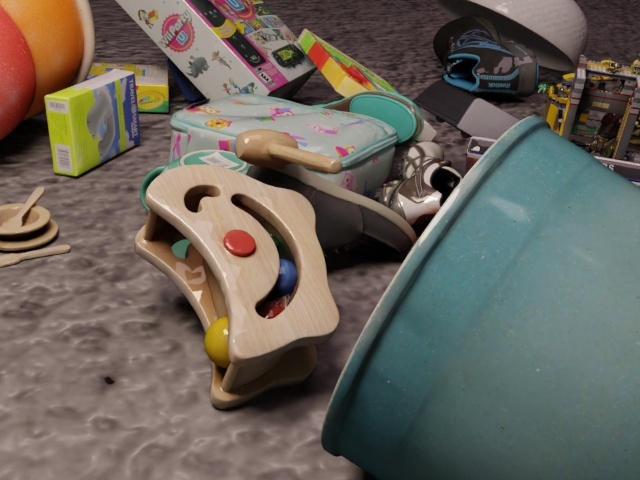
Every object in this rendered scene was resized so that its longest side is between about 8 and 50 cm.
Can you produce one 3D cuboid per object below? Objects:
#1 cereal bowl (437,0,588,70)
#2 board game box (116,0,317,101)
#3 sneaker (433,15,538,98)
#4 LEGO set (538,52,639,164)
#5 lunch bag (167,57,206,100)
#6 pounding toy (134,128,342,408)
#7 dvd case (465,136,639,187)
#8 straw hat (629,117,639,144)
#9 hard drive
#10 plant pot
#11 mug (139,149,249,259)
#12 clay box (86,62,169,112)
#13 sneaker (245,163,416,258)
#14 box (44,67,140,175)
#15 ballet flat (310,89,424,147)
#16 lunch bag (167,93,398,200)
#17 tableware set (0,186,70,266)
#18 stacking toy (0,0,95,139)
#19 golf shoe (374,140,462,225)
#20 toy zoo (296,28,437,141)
[{"bbox_3d":[0.433,-0.506,1.724,0.339,0.141,0.339,28,6,-3],"label":"cereal bowl"},{"bbox_3d":[-0.169,-0.353,1.335,0.303,0.097,0.224,46,32,-1],"label":"board game box"},{"bbox_3d":[0.301,-0.380,1.622,0.140,0.125,0.341,-9,27,-17],"label":"sneaker"},{"bbox_3d":[0.492,-0.206,1.202,0.331,0.192,0.255,17,38,16],"label":"LEGO set"},{"bbox_3d":[-0.215,-0.289,1.377,0.067,0.098,0.065,-26,4,35],"label":"lunch bag"},{"bbox_3d":[-0.072,-0.010,0.689,0.154,0.155,0.269,4,48,-21],"label":"pounding toy"},{"bbox_3d":[0.296,-0.059,0.966,0.239,0.029,0.179,12,-15,13],"label":"dvd case"},{"bbox_3d":[0.551,-0.199,1.368,0.144,0.144,0.061,25,74,33],"label":"straw hat"},{"bbox_3d":[0.259,-0.129,1.060,0.255,0.054,0.172,26,13,-23],"label":"hard drive"},{"bbox_3d":[0.183,0.098,0.522,0.255,0.271,0.271,33,35,18],"label":"plant pot"},{"bbox_3d":[-0.135,-0.046,0.899,0.158,0.097,0.129,5,27,-2],"label":"mug"},{"bbox_3d":[-0.366,-0.257,1.328,0.222,0.053,0.127,-1,27,-10],"label":"clay box"},{"bbox_3d":[0.000,0.000,0.875,0.222,0.118,0.083,23,-8,-28],"label":"sneaker"},{"bbox_3d":[-0.304,-0.167,1.096,0.042,0.109,0.178,10,27,17],"label":"box"},{"bbox_3d":[0.059,-0.172,1.152,0.247,0.083,0.087,1,11,40],"label":"ballet flat"},{"bbox_3d":[-0.050,-0.121,1.053,0.279,0.108,0.224,19,30,25],"label":"lunch bag"},{"bbox_3d":[-0.381,-0.012,0.850,0.194,0.039,0.128,-13,32,-33],"label":"tableware set"},{"bbox_3d":[-0.513,-0.185,0.967,0.350,0.350,0.480,7,44,4],"label":"stacking toy"},{"bbox_3d":[0.143,-0.073,1.010,0.094,0.077,0.198,-9,28,29],"label":"golf shoe"},{"bbox_3d":[0.078,-0.248,1.309,0.192,0.030,0.293,26,20,-29],"label":"toy zoo"}]
